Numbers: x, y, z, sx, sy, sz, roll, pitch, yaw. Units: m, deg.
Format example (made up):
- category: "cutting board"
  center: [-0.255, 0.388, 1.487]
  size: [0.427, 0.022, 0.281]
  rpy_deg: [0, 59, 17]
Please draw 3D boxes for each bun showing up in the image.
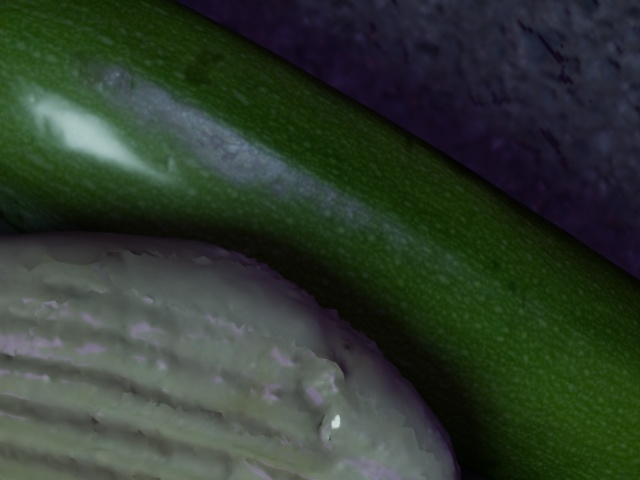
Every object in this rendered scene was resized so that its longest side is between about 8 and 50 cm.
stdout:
- category: "bun"
  center: [-0.072, 0.106, 0.457]
  size: [0.231, 0.133, 0.231]
  rpy_deg: [4, 81, -29]

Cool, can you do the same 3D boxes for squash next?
- category: "squash"
  center: [0.000, 0.000, 0.543]
  size: [0.379, 0.101, 0.101]
  rpy_deg: [30, 65, -15]
